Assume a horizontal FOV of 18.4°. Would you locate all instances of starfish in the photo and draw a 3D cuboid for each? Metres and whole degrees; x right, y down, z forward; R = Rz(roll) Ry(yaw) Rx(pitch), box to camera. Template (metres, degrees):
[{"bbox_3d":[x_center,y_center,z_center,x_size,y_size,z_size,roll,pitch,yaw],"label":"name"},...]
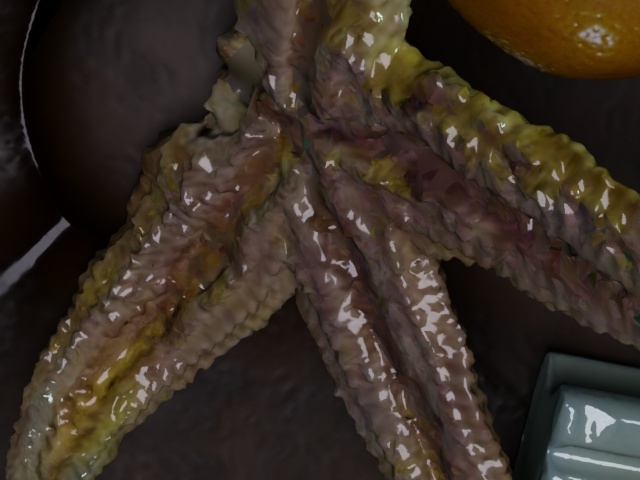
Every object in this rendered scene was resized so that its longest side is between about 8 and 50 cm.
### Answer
[{"bbox_3d":[0.004,-0.002,0.752,0.384,0.132,0.398,42,121,14],"label":"starfish"}]

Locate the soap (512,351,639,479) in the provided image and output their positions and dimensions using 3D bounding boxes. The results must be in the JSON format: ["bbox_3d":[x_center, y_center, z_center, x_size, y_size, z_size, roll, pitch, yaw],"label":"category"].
[{"bbox_3d":[0.182,0.127,0.852,0.198,0.066,0.119,12,107,-2],"label":"soap"}]

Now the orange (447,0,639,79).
[{"bbox_3d":[0.110,-0.139,0.750,0.156,0.124,0.156,-3,114,-7],"label":"orange"}]
